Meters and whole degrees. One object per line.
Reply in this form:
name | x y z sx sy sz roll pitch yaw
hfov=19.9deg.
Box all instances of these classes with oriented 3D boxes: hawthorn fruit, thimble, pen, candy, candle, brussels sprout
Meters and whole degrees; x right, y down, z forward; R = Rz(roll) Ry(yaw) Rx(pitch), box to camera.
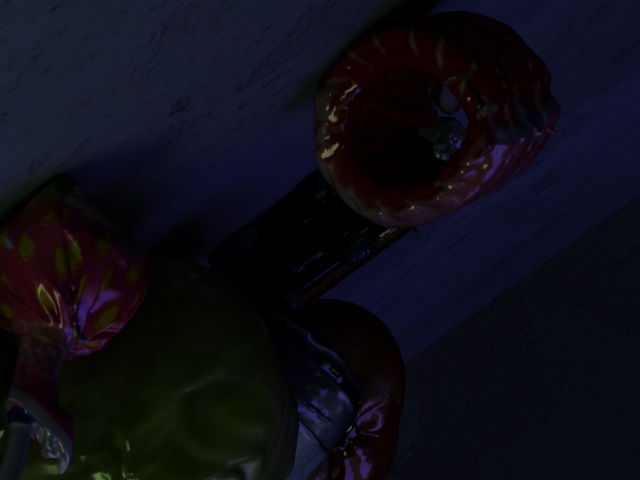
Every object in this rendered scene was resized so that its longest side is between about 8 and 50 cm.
hawthorn fruit | -0.031 0.206 2.247 0.284 0.284 0.284 -34 169 -7
thimble | 0.110 -0.083 1.843 0.062 0.084 0.110 -2 177 16
pen | 0.131 -0.164 1.746 0.040 0.032 0.233 -58 174 -9
thimble | 0.091 -0.103 1.527 0.189 0.163 0.125 -26 177 38
candy | -0.202 0.112 1.263 0.124 0.124 0.365 -44 -153 38
candle | -0.128 0.199 1.707 0.342 0.221 0.221 -50 171 -10
brussels sprout | -0.161 0.147 1.479 0.328 0.247 0.328 -21 -147 15

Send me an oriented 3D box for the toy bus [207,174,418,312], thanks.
toy bus | 0.000 0.000 1.863 0.201 0.098 0.114 -37 171 13
